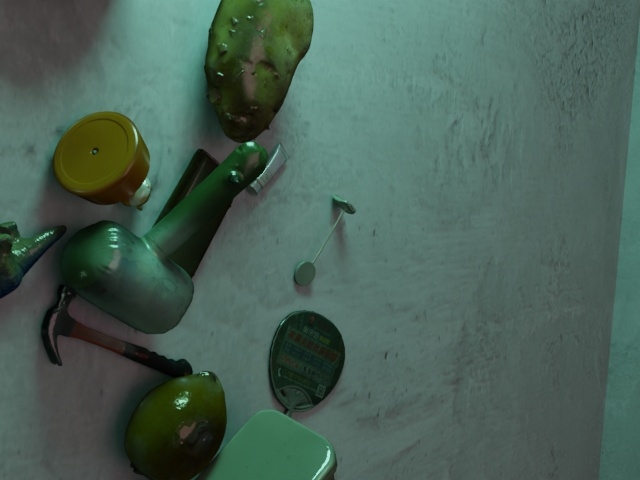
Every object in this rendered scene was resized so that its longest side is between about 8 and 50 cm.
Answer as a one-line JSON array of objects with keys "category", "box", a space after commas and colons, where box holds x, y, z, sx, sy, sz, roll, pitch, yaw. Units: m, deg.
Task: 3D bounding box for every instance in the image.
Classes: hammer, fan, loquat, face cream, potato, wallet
[{"category": "hammer", "box": [-0.201, -0.016, 1.068, 0.335, 0.119, 0.206, -42, 138, 5]}, {"category": "fan", "box": [-0.025, 0.282, 1.480, 0.223, 0.012, 0.295, -7, 100, -48]}, {"category": "loquat", "box": [-0.224, 0.294, 1.165, 0.195, 0.152, 0.152, -48, 129, -18]}, {"category": "hammer", "box": [-0.306, 0.168, 1.138, 0.287, 0.033, 0.111, 34, 70, -45]}, {"category": "face cream", "box": [-0.094, -0.128, 1.337, 0.115, 0.020, 0.038, -55, 131, -31]}, {"category": "potato", "box": [-0.110, -0.307, 1.208, 0.191, 0.141, 0.296, 29, 73, -63]}, {"category": "wallet", "box": [-0.212, -0.041, 1.211, 0.110, 0.031, 0.198, 43, 64, -42]}]

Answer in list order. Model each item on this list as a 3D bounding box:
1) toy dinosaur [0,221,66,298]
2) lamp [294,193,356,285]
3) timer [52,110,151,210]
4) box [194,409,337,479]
[{"category": "toy dinosaur", "box": [-0.436, 0.074, 0.977, 0.247, 0.075, 0.188, -23, 122, -49]}, {"category": "lamp", "box": [0.000, 0.000, 1.458, 0.198, 0.056, 0.050, -57, 134, -11]}, {"category": "timer", "box": [-0.293, -0.095, 1.071, 0.132, 0.132, 0.152, -67, 159, -16]}, {"category": "box", "box": [-0.121, 0.527, 1.230, 0.352, 0.177, 0.344, -45, 146, -35]}]
